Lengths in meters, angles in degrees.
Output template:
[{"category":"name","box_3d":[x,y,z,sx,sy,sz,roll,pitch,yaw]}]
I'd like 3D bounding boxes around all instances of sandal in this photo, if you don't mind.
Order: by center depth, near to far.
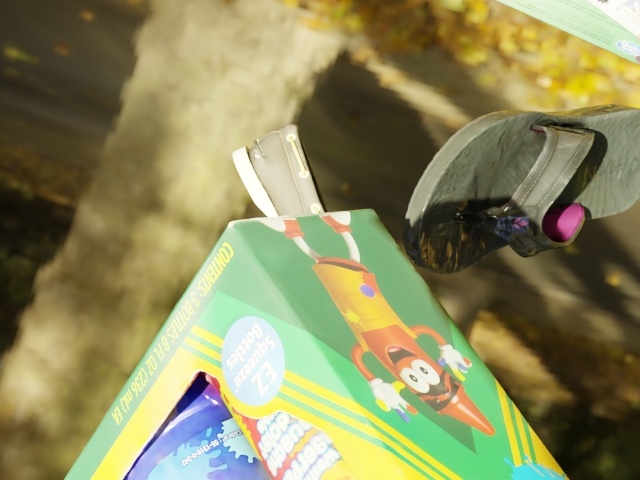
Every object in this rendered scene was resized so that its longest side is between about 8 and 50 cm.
[{"category":"sandal","box_3d":[0.261,-0.067,2.101,0.107,0.167,0.446,21,-152,38]}]

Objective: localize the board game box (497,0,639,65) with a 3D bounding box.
[{"category":"board game box","box_3d":[0.101,-0.230,1.078,0.317,0.046,0.213,24,146,-1]}]

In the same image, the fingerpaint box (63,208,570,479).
[{"category":"fingerpaint box","box_3d":[-0.025,0.262,1.447,0.163,0.445,0.371,-5,-129,-44]}]

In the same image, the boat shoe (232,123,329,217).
[{"category":"boat shoe","box_3d":[0.000,0.000,1.763,0.228,0.068,0.081,61,-175,8]}]
